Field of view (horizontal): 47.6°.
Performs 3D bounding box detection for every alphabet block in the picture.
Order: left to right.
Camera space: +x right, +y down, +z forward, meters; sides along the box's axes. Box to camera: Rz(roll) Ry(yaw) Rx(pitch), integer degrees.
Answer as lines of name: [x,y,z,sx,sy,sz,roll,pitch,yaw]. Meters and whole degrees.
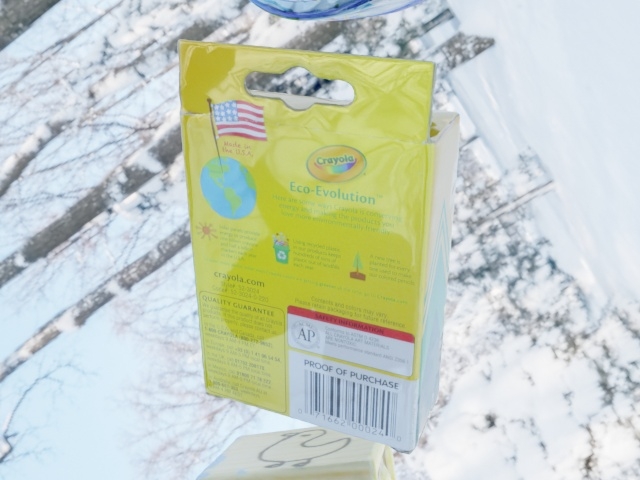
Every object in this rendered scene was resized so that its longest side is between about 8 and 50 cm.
alphabet block: [-0.011,0.326,0.824,0.192,0.197,0.193,-8,-91,-81]

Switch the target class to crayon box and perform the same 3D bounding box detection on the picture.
crayon box: [0.000,0.000,0.583,0.081,0.202,0.318,-46,-38,-55]

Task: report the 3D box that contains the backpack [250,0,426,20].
backpack: [0.062,-0.316,0.541,0.273,0.355,0.290,-38,-74,-42]
